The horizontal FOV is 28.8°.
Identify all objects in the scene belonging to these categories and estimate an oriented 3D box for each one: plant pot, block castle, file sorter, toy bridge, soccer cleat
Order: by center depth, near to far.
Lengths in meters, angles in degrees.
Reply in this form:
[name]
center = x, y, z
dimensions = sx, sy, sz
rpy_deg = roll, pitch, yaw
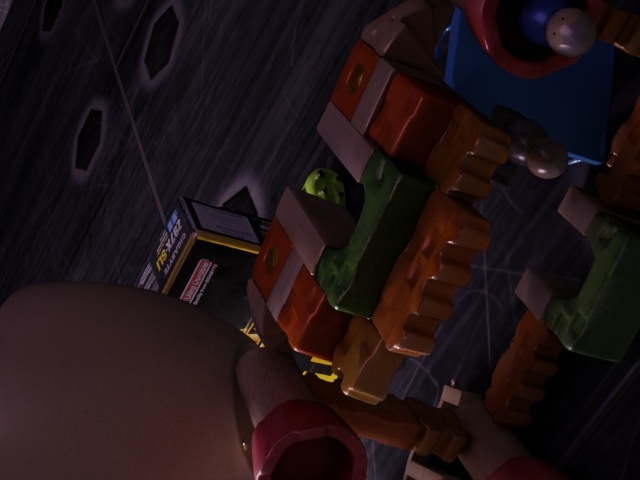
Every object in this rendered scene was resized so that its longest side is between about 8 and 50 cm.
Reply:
[block castle]
center = 0.144, 0.019, 0.934
dimensions = 0.453, 0.303, 0.213
rpy_deg = -65, 25, 17
[plant pot]
center = -0.145, 0.162, 1.091
dimensions = 0.191, 0.284, 0.284
rpy_deg = -10, 61, 14
[file sorter]
center = 0.159, -0.137, 1.104
dimensions = 0.104, 0.170, 0.118
rpy_deg = -13, 67, 60
[toy bridge]
center = 0.105, 0.223, 1.179
dimensions = 0.063, 0.026, 0.188
rpy_deg = 12, 87, 61
[soccer cleat]
center = 0.000, 0.000, 1.430
dimensions = 0.072, 0.060, 0.179
rpy_deg = 129, 150, -51

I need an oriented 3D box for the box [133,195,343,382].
[box]
center = -0.093, 0.127, 1.325
dimensions = 0.322, 0.257, 0.079
rpy_deg = -59, 35, 24
